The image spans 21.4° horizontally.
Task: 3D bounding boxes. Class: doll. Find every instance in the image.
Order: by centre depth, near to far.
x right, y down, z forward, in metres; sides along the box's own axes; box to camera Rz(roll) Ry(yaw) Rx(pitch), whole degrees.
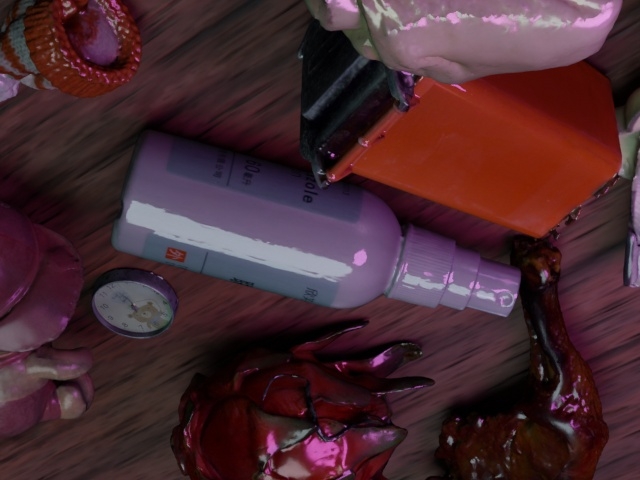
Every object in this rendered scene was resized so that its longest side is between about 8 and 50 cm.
[{"bbox_3d":[-0.300,0.063,1.551,0.196,0.152,0.256,3,134,6],"label":"doll"}]

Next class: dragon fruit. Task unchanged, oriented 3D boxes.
[{"bbox_3d":[-0.019,0.186,1.617,0.274,0.193,0.192,-15,103,21],"label":"dragon fruit"}]

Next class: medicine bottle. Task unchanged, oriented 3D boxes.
[{"bbox_3d":[0.000,0.000,1.471,0.352,0.110,0.110,15,135,-6],"label":"medicine bottle"}]

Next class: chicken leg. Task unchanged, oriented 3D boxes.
[{"bbox_3d":[0.200,0.162,1.618,0.158,0.096,0.407,22,134,13],"label":"chicken leg"}]

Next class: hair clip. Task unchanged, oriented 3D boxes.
[{"bbox_3d":[0.296,-0.053,1.402,0.159,0.071,0.218,-3,140,4],"label":"hair clip"}]

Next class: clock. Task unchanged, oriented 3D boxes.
[{"bbox_3d":[-0.179,0.061,1.625,0.085,0.017,0.085,5,134,5],"label":"clock"}]

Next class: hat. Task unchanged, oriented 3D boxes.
[{"bbox_3d":[-0.234,-0.157,1.390,0.162,0.093,0.112,-10,124,43],"label":"hat"}]

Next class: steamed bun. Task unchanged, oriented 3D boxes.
[{"bbox_3d":[0.061,-0.253,1.139,0.275,0.206,0.320,-19,96,-5],"label":"steamed bun"}]

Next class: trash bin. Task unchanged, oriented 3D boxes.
[{"bbox_3d":[0.110,-0.098,1.317,0.238,0.184,0.161,26,133,-23],"label":"trash bin"}]
